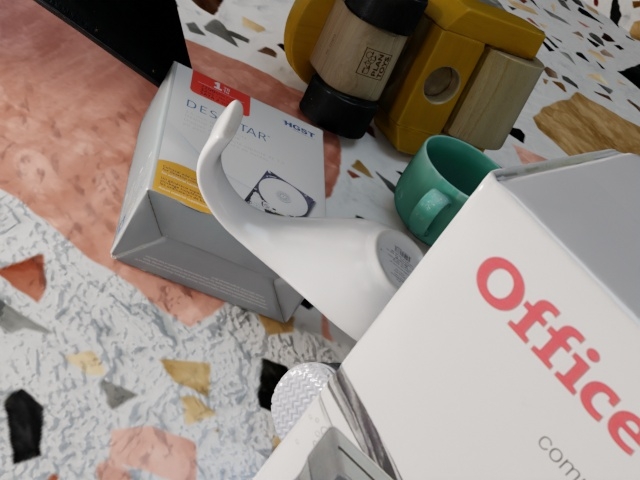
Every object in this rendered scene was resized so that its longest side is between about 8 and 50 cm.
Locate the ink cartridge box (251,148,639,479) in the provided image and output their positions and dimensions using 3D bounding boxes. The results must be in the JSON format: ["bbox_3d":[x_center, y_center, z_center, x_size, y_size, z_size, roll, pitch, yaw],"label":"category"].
[{"bbox_3d":[0.118,0.186,0.563,0.166,0.395,0.285,-12,54,-50],"label":"ink cartridge box"}]

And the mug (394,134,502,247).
[{"bbox_3d":[0.142,-0.049,1.177,0.158,0.097,0.129,6,42,-36],"label":"mug"}]

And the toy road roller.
[{"bbox_3d":[0.109,-0.257,1.337,0.330,0.202,0.240,12,27,-29],"label":"toy road roller"}]

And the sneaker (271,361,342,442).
[{"bbox_3d":[0.091,0.191,0.809,0.268,0.101,0.153,47,32,17],"label":"sneaker"}]

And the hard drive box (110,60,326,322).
[{"bbox_3d":[-0.093,-0.052,0.980,0.181,0.089,0.232,23,34,-19],"label":"hard drive box"}]

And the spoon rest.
[{"bbox_3d":[0.000,0.000,0.861,0.276,0.084,0.137,41,38,-19],"label":"spoon rest"}]

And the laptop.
[{"bbox_3d":[-0.342,-0.334,1.034,0.382,0.236,0.407,28,45,-71],"label":"laptop"}]
